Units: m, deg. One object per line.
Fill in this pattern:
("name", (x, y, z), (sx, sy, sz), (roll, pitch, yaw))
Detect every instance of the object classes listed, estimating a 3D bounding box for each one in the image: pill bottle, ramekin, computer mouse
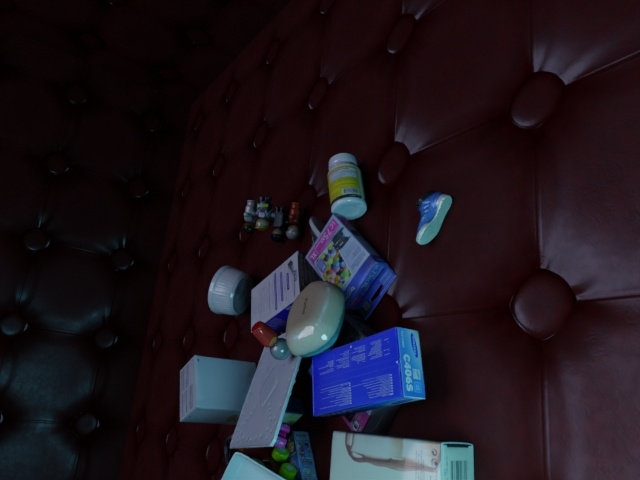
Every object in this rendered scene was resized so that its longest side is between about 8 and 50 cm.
("pill bottle", (0.085, -0.183, 1.725), (0.119, 0.119, 0.208), (-39, 45, 42))
("ramekin", (-0.369, 0.217, 2.159), (0.109, 0.207, 0.207), (13, 85, 21))
("computer mouse", (-0.297, 0.805, 1.907), (0.262, 0.060, 0.184), (130, 138, -51))

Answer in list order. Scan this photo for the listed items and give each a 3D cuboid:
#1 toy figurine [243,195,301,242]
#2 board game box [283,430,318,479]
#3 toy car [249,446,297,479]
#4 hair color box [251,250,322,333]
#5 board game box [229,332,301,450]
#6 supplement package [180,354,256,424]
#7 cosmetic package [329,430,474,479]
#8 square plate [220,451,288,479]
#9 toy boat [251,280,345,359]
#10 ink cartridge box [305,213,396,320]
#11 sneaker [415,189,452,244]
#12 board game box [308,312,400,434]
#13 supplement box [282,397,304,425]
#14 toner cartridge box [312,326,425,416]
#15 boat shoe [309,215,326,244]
("toy figurine", (-0.191, -0.078, 2.014), (0.213, 0.209, 0.148), (-4, 78, 57))
("board game box", (-0.082, 0.712, 1.616), (0.194, 0.060, 0.194), (-43, 41, 42))
("toy car", (-0.194, 0.714, 1.549), (0.155, 0.188, 0.149), (-66, 28, 12))
("hair color box", (-0.130, 0.202, 1.885), (0.339, 0.110, 0.185), (-41, 43, 43))
("board game box", (-0.152, 0.488, 1.692), (0.390, 0.050, 0.390), (-38, 28, 55))
("supplement package", (-0.381, 0.570, 1.948), (0.145, 0.262, 0.204), (-47, 41, 36))
("cosmetic package", (0.181, 0.512, 1.172), (0.296, 0.153, 0.129), (-12, 66, 39))
("square plate", (-0.159, 0.810, 1.495), (0.347, 0.344, 0.049), (-63, -2, 16))
("toy boat", (-0.050, 0.255, 1.514), (0.318, 0.148, 0.267), (-28, 27, 30))
("ink cartridge box", (0.087, 0.079, 1.606), (0.311, 0.065, 0.186), (49, 115, 38))
("sneaker", (0.290, -0.067, 1.412), (0.084, 0.058, 0.152), (35, 101, 51))
("board game box", (0.107, 0.373, 1.455), (0.303, 0.097, 0.224), (40, 108, 56))
("supplement box", (-0.114, 0.568, 1.710), (0.083, 0.083, 0.056), (-52, 36, 28))
("toner cartridge box", (0.108, 0.344, 1.310), (0.348, 0.075, 0.165), (-31, 52, 46))
("boat shoe", (0.000, 0.000, 1.808), (0.070, 0.078, 0.219), (-54, 38, 25))
